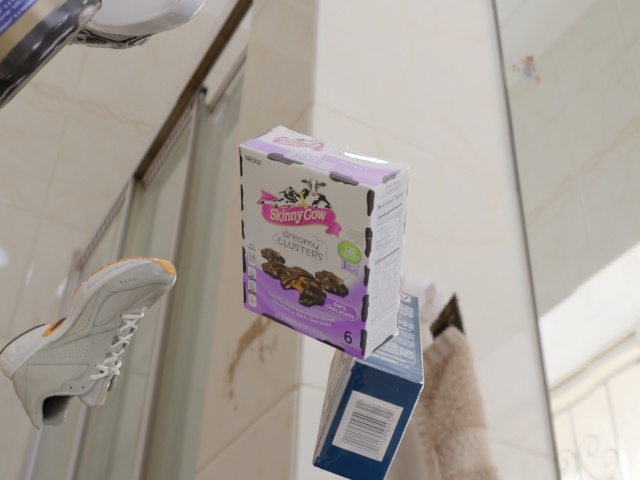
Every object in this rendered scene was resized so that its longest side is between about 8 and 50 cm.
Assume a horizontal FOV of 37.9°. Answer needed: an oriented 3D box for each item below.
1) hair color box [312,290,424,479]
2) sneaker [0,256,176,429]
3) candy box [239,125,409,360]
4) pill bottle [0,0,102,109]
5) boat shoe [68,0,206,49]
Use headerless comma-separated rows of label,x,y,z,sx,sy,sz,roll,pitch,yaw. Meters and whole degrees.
hair color box,0.074,0.198,1.388,0.105,0.347,0.174,20,-74,0
sneaker,-0.257,0.125,1.098,0.262,0.121,0.099,-38,-25,18
candy box,0.000,0.000,0.956,0.164,0.070,0.196,20,-56,32
pill bottle,-0.261,-0.196,0.605,0.123,0.123,0.219,-32,-68,36
boat shoe,-0.201,-0.232,0.902,0.301,0.108,0.102,8,-13,38
